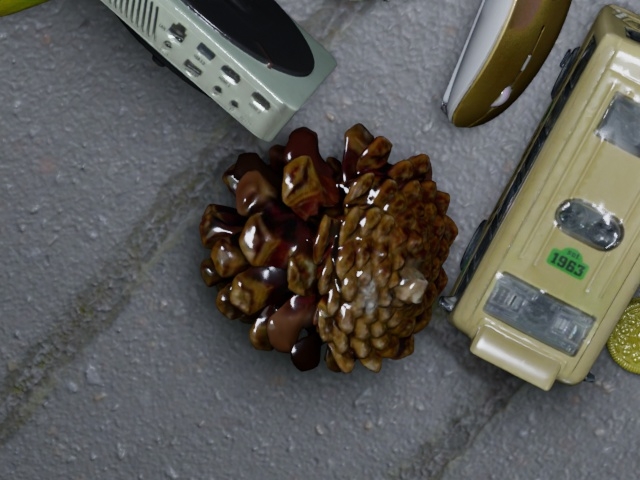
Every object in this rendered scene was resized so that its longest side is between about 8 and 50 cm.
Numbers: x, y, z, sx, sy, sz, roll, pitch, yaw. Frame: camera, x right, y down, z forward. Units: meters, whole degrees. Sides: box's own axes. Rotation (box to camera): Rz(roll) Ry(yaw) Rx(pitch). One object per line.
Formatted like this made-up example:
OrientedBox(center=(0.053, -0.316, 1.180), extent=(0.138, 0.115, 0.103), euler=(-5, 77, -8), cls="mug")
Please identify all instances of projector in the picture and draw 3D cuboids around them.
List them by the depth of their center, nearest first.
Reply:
OrientedBox(center=(-0.115, -0.214, 1.762), extent=(0.257, 0.259, 0.079), euler=(41, 108, -3), cls="projector")

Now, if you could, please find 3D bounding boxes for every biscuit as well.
OrientedBox(center=(0.340, 0.100, 1.898), extent=(0.084, 0.023, 0.084), euler=(2, 105, 8), cls="biscuit")

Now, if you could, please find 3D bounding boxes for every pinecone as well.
OrientedBox(center=(-0.007, 0.007, 1.817), extent=(0.264, 0.264, 0.264), euler=(2, 105, 8), cls="pinecone")

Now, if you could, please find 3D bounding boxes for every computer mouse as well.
OrientedBox(center=(0.196, -0.219, 1.791), extent=(0.056, 0.126, 0.245), euler=(31, 108, 27), cls="computer mouse")

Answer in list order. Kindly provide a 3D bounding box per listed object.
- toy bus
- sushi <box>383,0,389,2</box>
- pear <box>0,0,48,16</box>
OrientedBox(center=(0.261, -0.033, 1.783), extent=(0.177, 0.202, 0.365), euler=(26, 108, 1), cls="toy bus")
OrientedBox(center=(0.024, -0.347, 1.824), extent=(0.139, 0.031, 0.201), euler=(12, 106, 5), cls="sushi")
OrientedBox(center=(-0.333, -0.304, 1.811), extent=(0.219, 0.187, 0.187), euler=(13, 106, 12), cls="pear")
